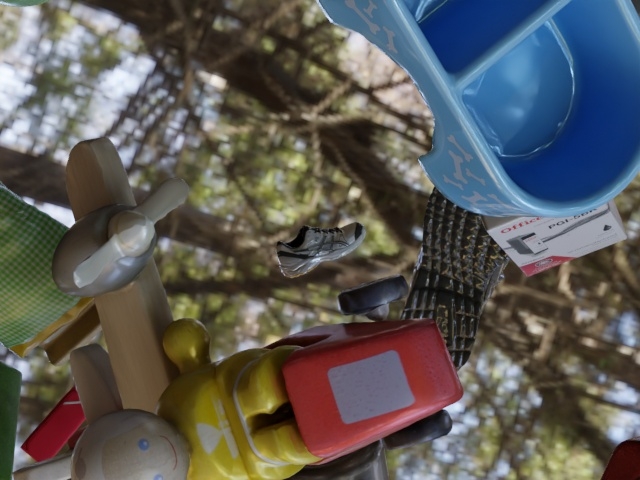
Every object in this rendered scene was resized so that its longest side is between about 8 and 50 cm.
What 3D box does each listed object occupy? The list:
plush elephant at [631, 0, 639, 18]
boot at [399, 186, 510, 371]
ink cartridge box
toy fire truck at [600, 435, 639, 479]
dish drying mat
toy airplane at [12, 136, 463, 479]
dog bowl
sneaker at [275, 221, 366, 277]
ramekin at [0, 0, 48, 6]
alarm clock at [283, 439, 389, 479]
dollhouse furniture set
[{"bbox_3d":[0.352,-0.341,1.409,0.272,0.330,0.255,5,-135,46],"label":"plush elephant"},{"bbox_3d":[0.169,-0.039,1.480,0.222,0.118,0.338,-66,-179,-57],"label":"boot"},{"bbox_3d":[0.194,-0.028,1.157,0.099,0.135,0.056,-23,-115,16],"label":"ink cartridge box"},{"bbox_3d":[0.382,0.276,1.261,0.302,0.169,0.253,2,-85,43],"label":"toy fire truck"},{"bbox_3d":[-0.261,0.185,1.358,0.083,0.032,0.008,-51,-176,-29],"label":"dish drying mat"},{"bbox_3d":[-0.116,0.157,1.092,0.386,0.272,0.384,31,-68,22],"label":"toy airplane"},{"bbox_3d":[0.111,-0.137,0.846,0.166,0.297,0.074,-39,-154,-10],"label":"dog bowl"},{"bbox_3d":[0.000,0.000,1.188,0.037,0.083,0.032,67,-12,-18],"label":"sneaker"},{"bbox_3d":[-0.354,-0.410,1.438,0.303,0.148,0.303,-2,-93,34],"label":"ramekin"},{"bbox_3d":[0.013,0.230,1.353,0.192,0.129,0.064,22,-54,50],"label":"alarm clock"},{"bbox_3d":[-0.334,0.107,1.276,0.301,0.198,0.151,-41,-147,29],"label":"dollhouse furniture set"}]
